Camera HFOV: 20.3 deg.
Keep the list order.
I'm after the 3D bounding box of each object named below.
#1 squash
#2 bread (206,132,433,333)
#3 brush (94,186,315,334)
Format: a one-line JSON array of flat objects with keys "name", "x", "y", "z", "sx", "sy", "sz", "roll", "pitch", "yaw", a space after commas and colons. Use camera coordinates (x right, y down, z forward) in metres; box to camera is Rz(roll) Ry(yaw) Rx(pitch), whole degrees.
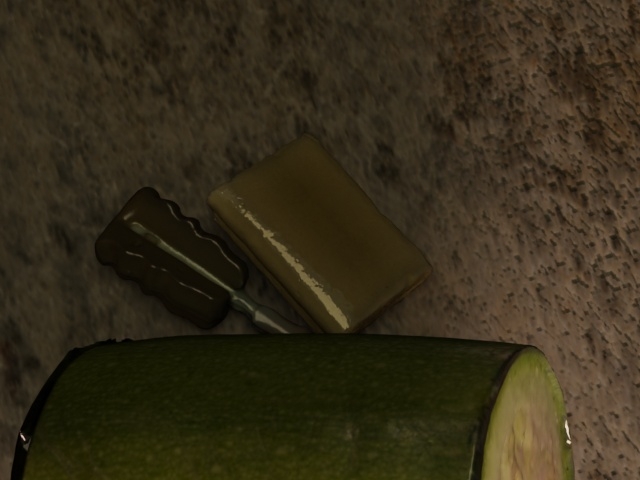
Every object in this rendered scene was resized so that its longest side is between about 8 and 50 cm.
[{"name": "squash", "x": -0.016, "y": 0.199, "z": 1.402, "sx": 0.384, "sy": 0.263, "sz": 0.263, "roll": 0, "pitch": 74, "yaw": 25}, {"name": "bread", "x": 0.000, "y": 0.000, "z": 1.604, "sx": 0.139, "sy": 0.060, "sz": 0.178, "roll": -32, "pitch": 75, "yaw": -36}, {"name": "brush", "x": -0.061, "y": 0.063, "z": 1.600, "sx": 0.301, "sy": 0.071, "sz": 0.084, "roll": 35, "pitch": 73, "yaw": 2}]
